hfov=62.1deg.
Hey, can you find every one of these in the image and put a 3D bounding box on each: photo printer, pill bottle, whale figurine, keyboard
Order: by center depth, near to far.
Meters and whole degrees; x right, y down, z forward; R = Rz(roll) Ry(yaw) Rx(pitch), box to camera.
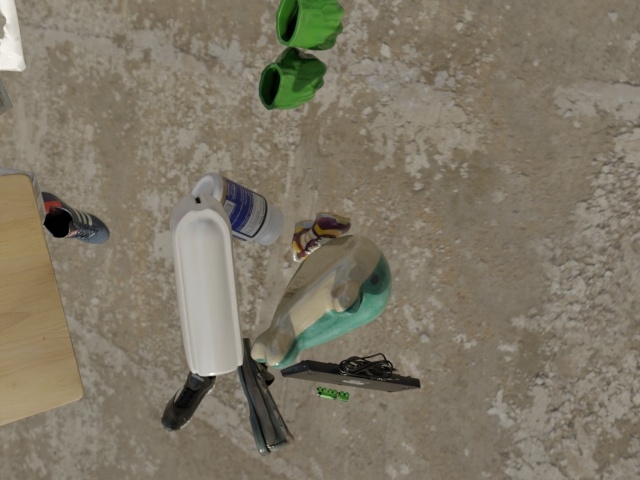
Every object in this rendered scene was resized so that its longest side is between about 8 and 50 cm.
[{"bbox_3d":[0.052,0.167,0.694,0.100,0.192,0.038,-27,54,49],"label":"keyboard"},{"bbox_3d":[0.010,0.115,0.879,0.141,0.272,0.216,49,156,-17],"label":"whale figurine"},{"bbox_3d":[-0.217,0.065,0.996,0.256,0.107,0.307,-155,59,-73],"label":"photo printer"},{"bbox_3d":[-0.242,-0.083,1.567,0.153,0.264,0.153,-22,57,38],"label":"pill bottle"}]

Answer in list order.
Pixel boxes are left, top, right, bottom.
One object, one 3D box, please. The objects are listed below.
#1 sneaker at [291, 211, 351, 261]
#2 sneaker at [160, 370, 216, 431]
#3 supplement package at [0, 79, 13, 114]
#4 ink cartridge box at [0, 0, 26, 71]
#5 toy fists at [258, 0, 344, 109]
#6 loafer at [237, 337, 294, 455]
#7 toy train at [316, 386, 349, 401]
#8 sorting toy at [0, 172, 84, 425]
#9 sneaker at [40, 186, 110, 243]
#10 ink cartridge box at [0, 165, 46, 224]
[{"bbox_3d":[0.000,0.000,1.029,0.185,0.069,0.084,-19,59,64],"label":"sneaker"},{"bbox_3d":[-0.342,0.399,1.407,0.078,0.234,0.106,27,118,7],"label":"sneaker"},{"bbox_3d":[-0.665,-0.245,0.822,0.199,0.263,0.198,-10,121,1],"label":"supplement package"},{"bbox_3d":[-0.367,-0.189,0.462,0.061,0.181,0.104,-118,31,-47],"label":"ink cartridge box"},{"bbox_3d":[-0.040,-0.408,1.145,0.096,0.142,0.279,47,134,28],"label":"toy fists"},{"bbox_3d":[-0.129,0.346,1.217,0.084,0.096,0.267,-17,70,-1],"label":"loafer"},{"bbox_3d":[0.029,0.365,1.259,0.017,0.083,0.024,117,164,-59],"label":"toy train"},{"bbox_3d":[-0.412,0.076,0.549,0.089,0.257,0.255,14,115,60],"label":"sorting toy"},{"bbox_3d":[-0.901,-0.047,1.929,0.131,0.350,0.148,-41,54,6],"label":"sneaker"},{"bbox_3d":[-0.809,-0.118,1.306,0.181,0.224,0.056,119,157,-55],"label":"ink cartridge box"}]
